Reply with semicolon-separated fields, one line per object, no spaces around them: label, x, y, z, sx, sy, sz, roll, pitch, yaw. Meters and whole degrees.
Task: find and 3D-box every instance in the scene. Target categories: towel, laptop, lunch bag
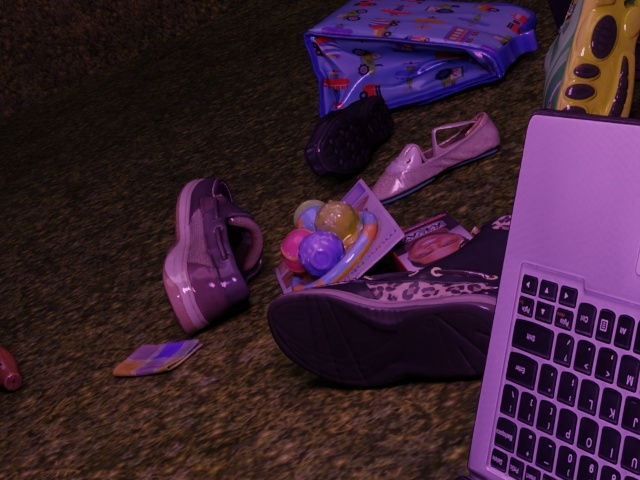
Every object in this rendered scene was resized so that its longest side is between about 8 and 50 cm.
towel;-0.164;0.117;1.557;0.083;0.009;0.060;-7;22;41
laptop;0.093;0.123;0.853;0.236;0.407;0.382;8;5;-25
lunch bag;0.159;-0.270;2.172;0.293;0.138;0.221;-4;21;24

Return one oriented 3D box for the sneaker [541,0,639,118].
sneaker;0.298;-0.232;1.693;0.123;0.109;0.295;-11;54;67

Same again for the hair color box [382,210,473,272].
hair color box;0.109;0.018;1.458;0.072;0.043;0.141;-24;17;-3

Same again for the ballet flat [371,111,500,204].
ballet flat;0.124;-0.097;1.776;0.168;0.052;0.057;-26;17;-11

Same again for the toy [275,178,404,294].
toy;0.000;0.000;1.565;0.137;0.056;0.237;-46;13;5

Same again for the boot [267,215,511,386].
boot;0.091;0.047;1.329;0.236;0.085;0.178;-2;24;35

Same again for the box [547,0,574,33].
box;0.452;-0.388;2.177;0.184;0.103;0.261;-10;21;43

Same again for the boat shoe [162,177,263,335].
boat shoe;-0.105;0.007;1.678;0.092;0.102;0.285;-15;22;8

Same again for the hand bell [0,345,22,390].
hand bell;-0.380;0.113;1.735;0.126;0.126;0.242;-29;31;-22

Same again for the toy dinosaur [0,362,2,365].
toy dinosaur;-0.460;0.160;1.569;0.322;0.164;0.218;8;58;32

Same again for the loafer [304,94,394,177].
loafer;0.025;-0.124;1.957;0.078;0.076;0.223;-20;11;26

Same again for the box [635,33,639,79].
box;0.486;-0.278;1.764;0.214;0.117;0.243;-31;18;-26
